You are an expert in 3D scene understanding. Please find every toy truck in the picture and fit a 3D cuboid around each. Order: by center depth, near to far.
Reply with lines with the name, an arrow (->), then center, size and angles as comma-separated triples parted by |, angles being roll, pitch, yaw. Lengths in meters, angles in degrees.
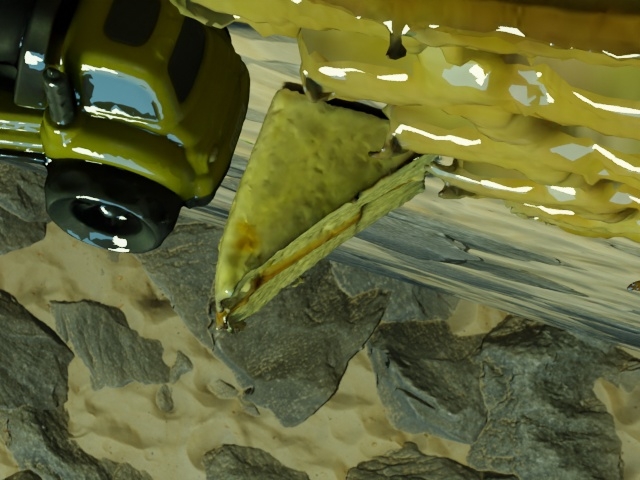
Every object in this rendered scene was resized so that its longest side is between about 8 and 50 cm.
toy truck -> -0.150, -0.099, 0.630 | 0.224, 0.147, 0.165 | 14, 153, 4

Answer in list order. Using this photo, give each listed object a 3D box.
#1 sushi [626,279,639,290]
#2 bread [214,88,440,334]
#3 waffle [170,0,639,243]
sushi -> 0.301, 0.036, 0.959 | 0.118, 0.062, 0.060 | 15, 163, 15
bread -> 0.000, 0.000, 0.931 | 0.135, 0.178, 0.240 | 19, 174, 2
waffle -> 0.155, -0.041, 0.457 | 0.304, 0.078, 0.348 | 14, 175, 29
